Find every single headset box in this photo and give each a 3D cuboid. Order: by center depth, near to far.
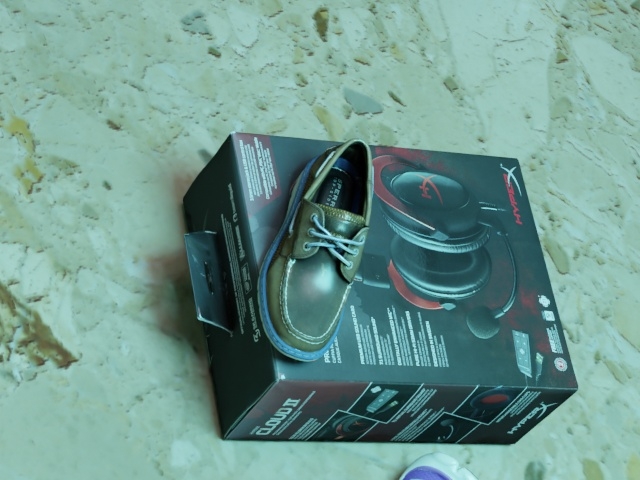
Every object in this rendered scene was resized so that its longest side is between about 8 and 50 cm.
[{"bbox_3d":[0.030,0.040,1.522,0.293,0.110,0.218,4,58,-26],"label":"headset box"}]

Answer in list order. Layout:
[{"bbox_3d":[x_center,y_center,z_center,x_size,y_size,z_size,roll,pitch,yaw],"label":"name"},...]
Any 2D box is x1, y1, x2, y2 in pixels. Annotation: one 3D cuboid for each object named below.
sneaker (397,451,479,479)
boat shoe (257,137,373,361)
[{"bbox_3d":[0.122,0.239,1.485,0.170,0.068,0.071,39,64,11],"label":"sneaker"},{"bbox_3d":[0.000,0.000,1.414,0.066,0.066,0.183,19,53,-14],"label":"boat shoe"}]
